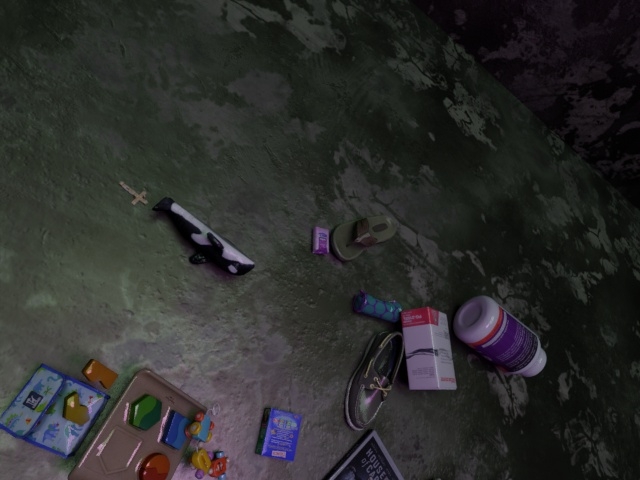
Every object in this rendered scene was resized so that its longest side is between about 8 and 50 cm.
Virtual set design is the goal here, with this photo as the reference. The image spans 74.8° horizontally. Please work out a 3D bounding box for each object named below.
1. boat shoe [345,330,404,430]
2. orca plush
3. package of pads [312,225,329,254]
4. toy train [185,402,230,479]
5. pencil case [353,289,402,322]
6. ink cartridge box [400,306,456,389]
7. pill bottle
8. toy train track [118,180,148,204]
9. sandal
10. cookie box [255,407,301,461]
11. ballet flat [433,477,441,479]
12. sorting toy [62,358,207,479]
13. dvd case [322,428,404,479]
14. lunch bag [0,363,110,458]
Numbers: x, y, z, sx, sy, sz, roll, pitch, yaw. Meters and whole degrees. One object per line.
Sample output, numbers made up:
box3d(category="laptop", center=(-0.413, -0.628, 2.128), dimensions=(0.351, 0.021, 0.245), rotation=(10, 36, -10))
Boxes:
box3d(category="boat shoe", center=(0.163, 0.397, 1.218), dimensions=(0.109, 0.091, 0.305), rotation=(37, 56, -14))
box3d(category="orca plush", center=(-0.312, 0.013, 1.074), dimensions=(0.287, 0.151, 0.102), rotation=(38, 87, -17))
box3d(category="package of pads", center=(0.000, 0.000, 1.314), dimensions=(0.050, 0.032, 0.084), rotation=(11, 65, -25))
box3d(category="toy train", center=(-0.257, 0.460, 0.938), dimensions=(0.125, 0.046, 0.167), rotation=(19, 61, -74))
box3d(category="pencil case", center=(0.181, 0.209, 1.323), dimensions=(0.151, 0.064, 0.070), rotation=(19, 78, -25))
box3d(category="ink cartridge box", center=(0.338, 0.343, 1.310), dimensions=(0.172, 0.100, 0.238), rotation=(26, 55, -51))
box3d(category="pill bottle", center=(0.639, 0.348, 1.482), dimensions=(0.322, 0.181, 0.182), rotation=(37, 56, -14))
box3d(category="toy train track", center=(-0.479, -0.123, 1.074), dimensions=(0.083, 0.014, 0.048), rotation=(40, 55, -12))
box3d(category="sandal", center=(0.150, -0.028, 1.385), dimensions=(0.302, 0.086, 0.120), rotation=(-25, 85, -36))
box3d(category="cookie box", center=(-0.104, 0.485, 1.047), dimensions=(0.091, 0.040, 0.107), rotation=(24, 60, -22))
box3d(category="ballet flat", center=(0.361, 0.742, 1.231), dimensions=(0.206, 0.073, 0.067), rotation=(30, 31, -22))
box3d(category="sorting toy", center=(-0.382, 0.385, 0.842), dimensions=(0.307, 0.041, 0.229), rotation=(53, 51, -34))
box3d(category="dvd case", center=(0.110, 0.659, 1.119), dimensions=(0.238, 0.029, 0.179), rotation=(-30, 89, -36))
box3d(category="lunch bag", center=(-0.520, 0.332, 0.821), dimensions=(0.151, 0.096, 0.129), rotation=(29, 60, -5))
